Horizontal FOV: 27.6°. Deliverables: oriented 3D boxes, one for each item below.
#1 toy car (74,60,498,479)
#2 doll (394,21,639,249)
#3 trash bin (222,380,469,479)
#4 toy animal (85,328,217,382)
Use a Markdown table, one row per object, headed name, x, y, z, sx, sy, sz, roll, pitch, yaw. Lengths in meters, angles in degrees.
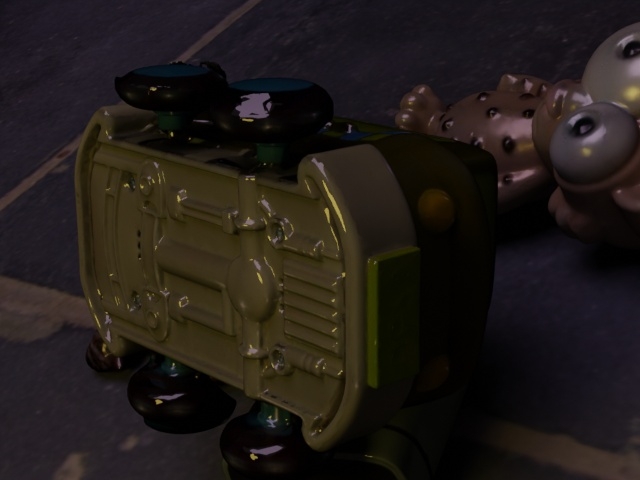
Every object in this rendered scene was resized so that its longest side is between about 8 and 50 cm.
| name | x | y | z | sx | sy | sz | roll | pitch | yaw |
| --- | --- | --- | --- | --- | --- | --- | --- | --- | --- |
| toy car | 0.000 | 0.000 | 0.718 | 0.198 | 0.204 | 0.248 | -15 | 21 | -40 |
| doll | 0.151 | -0.059 | 0.854 | 0.278 | 0.119 | 0.154 | -4 | 49 | 40 |
| trash bin | 0.021 | 0.097 | 0.753 | 0.116 | 0.059 | 0.130 | -3 | 36 | 29 |
| toy animal | -0.088 | 0.053 | 0.885 | 0.179 | 0.089 | 0.188 | -40 | 30 | 6 |
